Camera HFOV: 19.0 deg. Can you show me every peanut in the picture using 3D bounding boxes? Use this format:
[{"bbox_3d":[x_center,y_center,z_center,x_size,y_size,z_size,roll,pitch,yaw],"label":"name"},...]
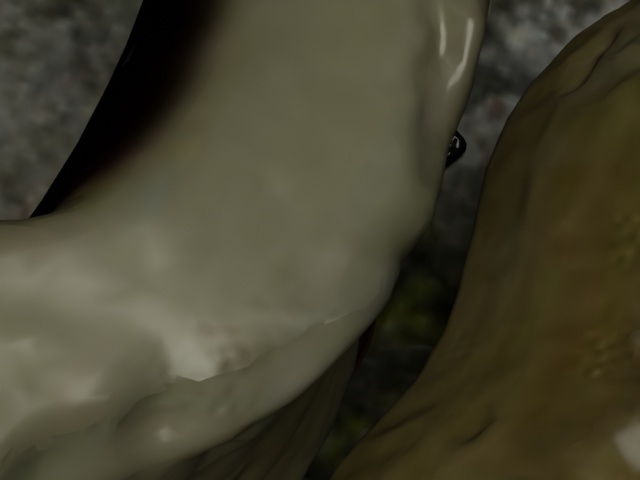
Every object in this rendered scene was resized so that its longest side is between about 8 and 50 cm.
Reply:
[{"bbox_3d":[0.087,0.032,0.489,0.130,0.130,0.290,27,70,-2],"label":"peanut"}]

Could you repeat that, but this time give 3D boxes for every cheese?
[{"bbox_3d":[-0.105,-0.078,0.455,0.292,0.153,0.332,19,62,-3],"label":"cheese"}]

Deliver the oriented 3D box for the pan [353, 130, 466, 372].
[{"bbox_3d":[0.000,0.000,0.537,0.115,0.023,0.068,-40,82,-19],"label":"pan"}]
